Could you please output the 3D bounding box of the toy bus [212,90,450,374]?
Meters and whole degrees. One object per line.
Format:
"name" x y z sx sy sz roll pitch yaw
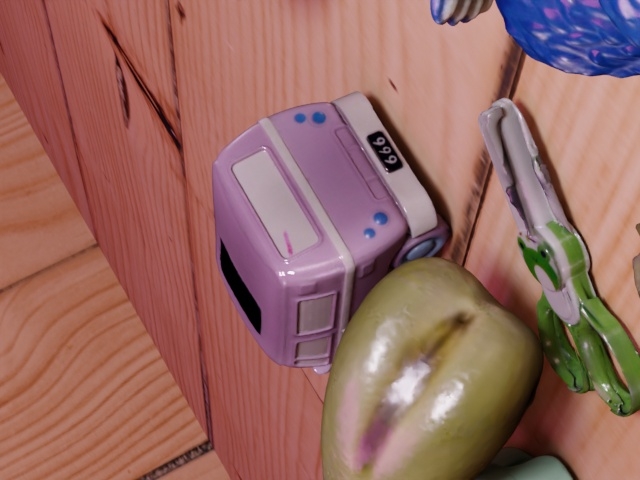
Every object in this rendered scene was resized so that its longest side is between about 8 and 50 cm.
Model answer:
"toy bus" 0.000 0.000 1.098 0.142 0.142 0.202 57 164 23

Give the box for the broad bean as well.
"broad bean" 0.074 0.124 0.979 0.121 0.189 0.263 33 160 22

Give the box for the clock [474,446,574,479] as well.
"clock" 0.151 0.229 1.127 0.159 0.066 0.211 66 166 -10

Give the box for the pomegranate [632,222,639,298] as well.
"pomegranate" 0.189 0.147 0.533 0.285 0.285 0.340 102 164 -67

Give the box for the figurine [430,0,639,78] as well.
"figurine" 0.143 -0.095 0.521 0.262 0.120 0.164 34 -178 19

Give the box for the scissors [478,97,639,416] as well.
"scissors" 0.138 0.009 0.868 0.101 0.027 0.204 24 141 65
